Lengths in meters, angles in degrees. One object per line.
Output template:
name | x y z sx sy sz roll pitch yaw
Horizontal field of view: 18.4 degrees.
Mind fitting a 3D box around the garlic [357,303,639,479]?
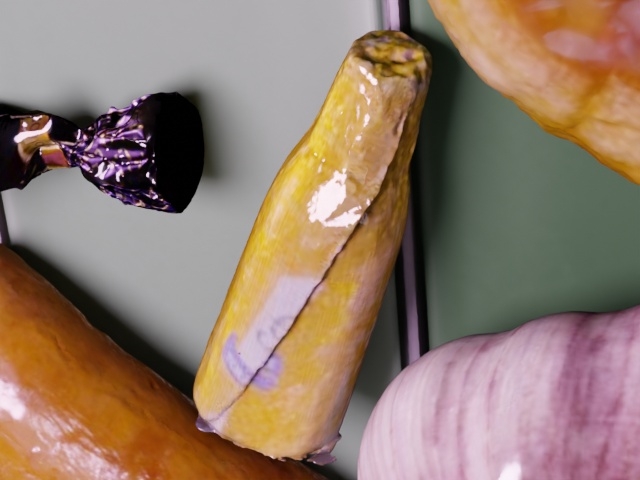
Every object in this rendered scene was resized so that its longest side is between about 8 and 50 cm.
garlic | 0.116 0.172 0.896 0.245 0.253 0.245 12 135 12

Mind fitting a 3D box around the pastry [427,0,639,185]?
pastry | 0.189 -0.153 0.705 0.356 0.164 0.356 11 132 13

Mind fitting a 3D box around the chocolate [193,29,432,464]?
chocolate | 0.000 0.000 0.929 0.086 0.085 0.219 21 123 5

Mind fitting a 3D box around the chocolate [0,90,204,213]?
chocolate | -0.133 -0.044 0.948 0.147 0.072 0.070 2 120 11

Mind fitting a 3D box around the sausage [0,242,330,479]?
sausage | -0.096 0.112 1.020 0.270 0.109 0.109 36 127 -10
